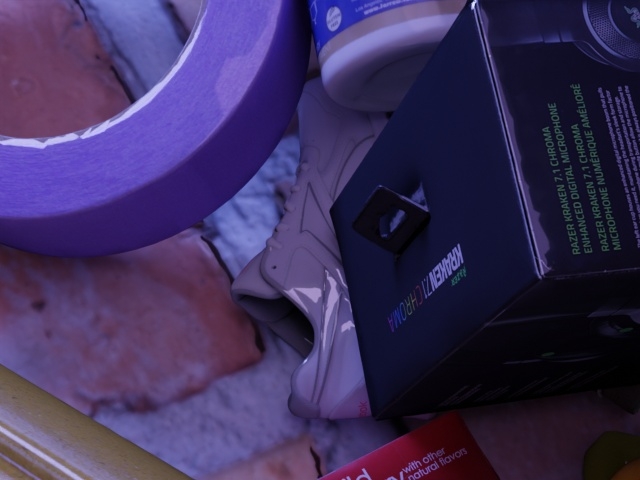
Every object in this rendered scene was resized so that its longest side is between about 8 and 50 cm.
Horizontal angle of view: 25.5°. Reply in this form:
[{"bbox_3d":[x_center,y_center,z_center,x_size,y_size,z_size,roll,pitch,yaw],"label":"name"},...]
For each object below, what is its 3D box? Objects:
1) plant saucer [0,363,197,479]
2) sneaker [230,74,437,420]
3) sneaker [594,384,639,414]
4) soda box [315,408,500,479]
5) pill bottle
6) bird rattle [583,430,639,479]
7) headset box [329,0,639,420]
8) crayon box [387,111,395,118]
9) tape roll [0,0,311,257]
[{"bbox_3d":[-0.231,0.175,0.644,0.333,0.081,0.333,24,57,33],"label":"plant saucer"},{"bbox_3d":[0.000,0.000,0.845,0.115,0.090,0.232,-7,62,-9],"label":"sneaker"},{"bbox_3d":[0.173,0.061,0.847,0.192,0.064,0.086,0,56,-12],"label":"sneaker"},{"bbox_3d":[-0.025,0.189,0.732,0.263,0.092,0.083,-24,68,-20],"label":"soda box"},{"bbox_3d":[0.039,-0.178,0.805,0.112,0.112,0.186,-8,75,-13],"label":"pill bottle"},{"bbox_3d":[0.164,0.170,0.720,0.143,0.207,0.253,22,49,25],"label":"bird rattle"},{"bbox_3d":[0.158,-0.012,0.704,0.283,0.246,0.131,-6,72,-16],"label":"headset box"},{"bbox_3d":[0.108,-0.248,0.925,0.313,0.106,0.363,-41,73,-1],"label":"crayon box"},{"bbox_3d":[-0.147,-0.132,0.839,0.275,0.090,0.274,-2,75,9],"label":"tape roll"}]
